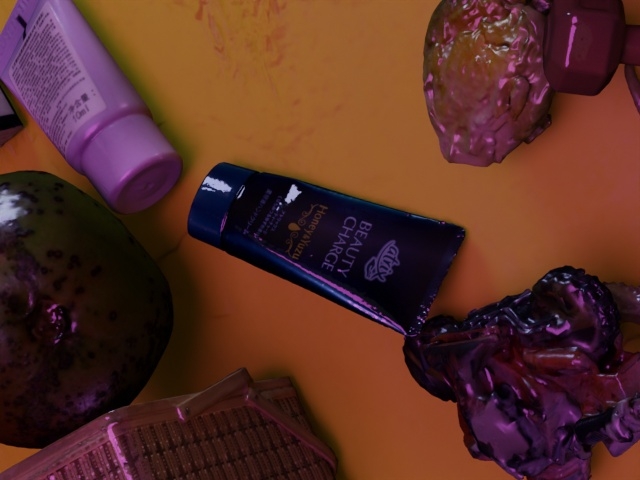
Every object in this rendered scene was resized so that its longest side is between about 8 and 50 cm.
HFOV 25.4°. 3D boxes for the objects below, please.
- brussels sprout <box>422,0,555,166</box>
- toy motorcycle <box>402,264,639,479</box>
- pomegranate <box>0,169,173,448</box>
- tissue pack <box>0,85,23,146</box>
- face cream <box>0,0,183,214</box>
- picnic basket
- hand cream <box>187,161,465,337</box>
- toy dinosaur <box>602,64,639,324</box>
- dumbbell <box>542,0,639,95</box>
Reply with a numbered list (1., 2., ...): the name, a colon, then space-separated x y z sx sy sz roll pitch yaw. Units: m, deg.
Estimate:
1. brussels sprout: 0.158 -0.157 1.268 0.139 0.100 0.181 24 122 27
2. toy motorcycle: 0.222 0.125 1.225 0.207 0.134 0.401 60 146 0
3. pomegranate: -0.312 0.071 1.480 0.341 0.285 0.285 -167 70 -66
4. tissue pack: -0.420 -0.171 1.561 0.090 0.103 0.170 -33 83 37
5. face cream: -0.256 -0.152 1.495 0.274 0.096 0.154 51 129 20
6. picnic basket: -0.152 0.250 1.393 0.228 0.313 0.175 -32 75 30
7. hand cream: 0.000 0.000 1.393 0.270 0.061 0.120 20 72 22
8. toy dinosaur: 0.313 -0.003 1.233 0.200 0.072 0.251 25 121 33
9. dumbbell: 0.297 -0.155 1.156 0.231 0.092 0.082 6 132 0
